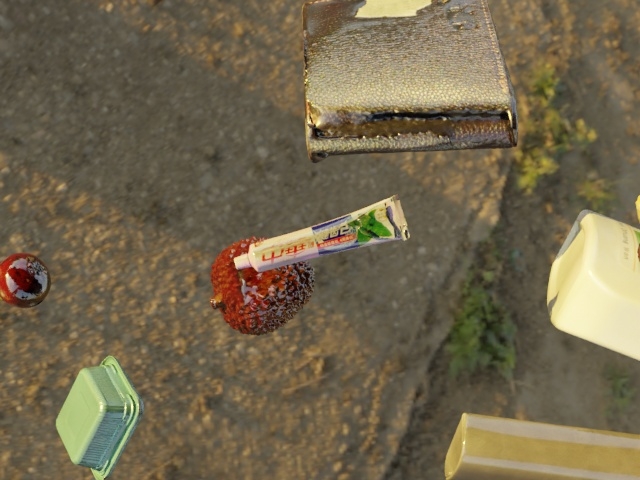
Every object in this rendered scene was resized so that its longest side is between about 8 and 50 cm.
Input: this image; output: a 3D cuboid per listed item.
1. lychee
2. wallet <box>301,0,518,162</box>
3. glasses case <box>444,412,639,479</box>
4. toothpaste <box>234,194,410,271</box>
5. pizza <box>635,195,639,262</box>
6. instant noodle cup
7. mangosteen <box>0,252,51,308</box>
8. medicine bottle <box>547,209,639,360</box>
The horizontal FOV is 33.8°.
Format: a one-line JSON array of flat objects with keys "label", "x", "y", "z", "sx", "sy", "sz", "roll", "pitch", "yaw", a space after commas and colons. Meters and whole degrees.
[{"label": "lychee", "x": -0.071, "y": 0.055, "z": 1.282, "sx": 0.129, "sy": 0.123, "sz": 0.123, "roll": -1, "pitch": 76, "yaw": -1}, {"label": "wallet", "x": 0.089, "y": -0.190, "z": 1.140, "sx": 0.262, "sy": 0.220, "sz": 0.071, "roll": -91, "pitch": 174, "yaw": -45}, {"label": "glasses case", "x": 0.200, "y": 0.182, "z": 0.850, "sx": 0.190, "sy": 0.072, "sz": 0.042, "roll": 7, "pitch": 53, "yaw": 1}, {"label": "toothpaste", "x": 0.000, "y": 0.000, "z": 1.013, "sx": 0.169, "sy": 0.028, "sz": 0.045, "roll": -16, "pitch": 85, "yaw": -2}, {"label": "pizza", "x": 0.404, "y": 0.036, "z": 0.928, "sx": 0.305, "sy": 0.161, "sz": 0.086, "roll": 27, "pitch": 68, "yaw": -8}, {"label": "instant noodle cup", "x": -0.389, "y": 0.303, "z": 1.812, "sx": 0.070, "sy": 0.179, "sz": 0.157, "roll": 11, "pitch": 26, "yaw": -41}, {"label": "mangosteen", "x": -0.421, "y": 0.059, "z": 1.487, "sx": 0.081, "sy": 0.081, "sz": 0.081, "roll": 12, "pitch": 71, "yaw": -36}, {"label": "medicine bottle", "x": 0.422, "y": 0.085, "z": 1.161, "sx": 0.324, "sy": 0.124, "sz": 0.179, "roll": 23, "pitch": 28, "yaw": 0}]
